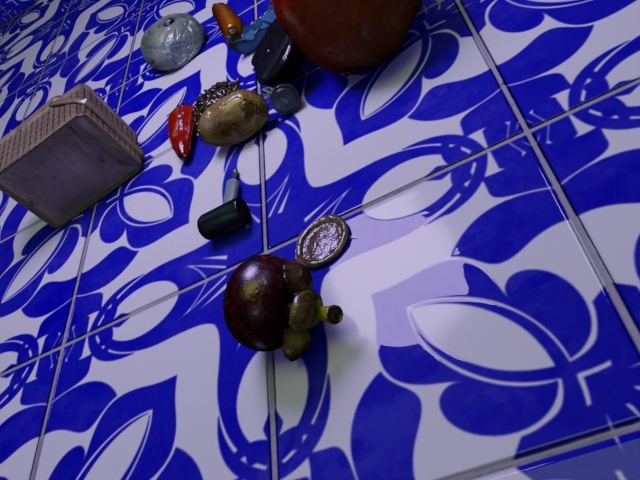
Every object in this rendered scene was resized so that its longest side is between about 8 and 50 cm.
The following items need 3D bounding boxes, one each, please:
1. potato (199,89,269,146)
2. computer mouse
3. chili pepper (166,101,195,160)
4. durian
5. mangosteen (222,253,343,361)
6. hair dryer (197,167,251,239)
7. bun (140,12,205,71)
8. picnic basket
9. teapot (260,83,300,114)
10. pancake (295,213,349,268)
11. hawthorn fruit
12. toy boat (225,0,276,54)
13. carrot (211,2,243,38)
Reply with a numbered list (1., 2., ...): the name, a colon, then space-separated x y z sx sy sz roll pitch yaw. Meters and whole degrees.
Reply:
1. potato: -0.194 -0.272 1.406 0.170 0.107 0.080 -19 10 18
2. computer mouse: -0.092 -0.435 1.486 0.147 0.088 0.264 -51 34 21
3. chili pepper: -0.333 -0.253 1.530 0.088 0.065 0.169 -37 44 28
4. durian: -0.243 -0.331 1.503 0.148 0.091 0.189 5 56 39
5. mangosteen: -0.058 0.098 0.972 0.181 0.156 0.146 -2 20 -1
6. hair dryer: -0.189 -0.086 1.290 0.100 0.057 0.198 -22 36 19
7. bun: -0.450 -0.605 1.880 0.221 0.108 0.221 -20 45 22
8. picnic basket: -0.631 -0.219 1.591 0.312 0.228 0.175 -33 44 10
9. teapot: -0.088 -0.321 1.395 0.057 0.088 0.066 -90 17 -65
10. pancake: 0.001 0.001 1.095 0.114 0.011 0.115 -21 43 21
11. hawthorn fruit: 0.027 -0.521 1.280 0.284 0.369 0.285 -39 27 25
12. toy boat: -0.172 -0.568 1.667 0.185 0.077 0.075 -46 42 -7
13. carrot: -0.264 -0.626 1.795 0.067 0.067 0.225 -35 40 5
